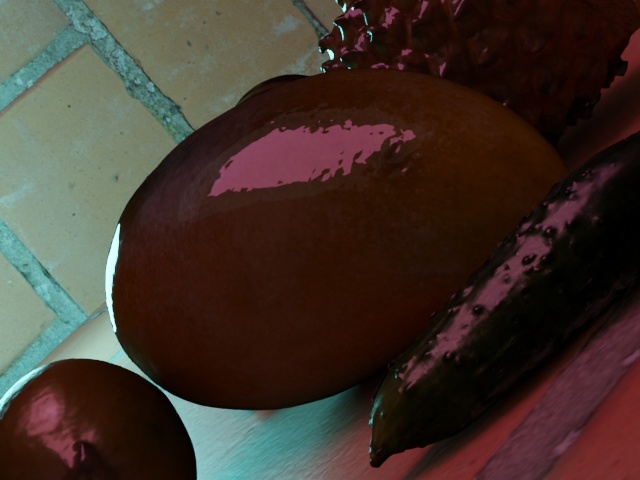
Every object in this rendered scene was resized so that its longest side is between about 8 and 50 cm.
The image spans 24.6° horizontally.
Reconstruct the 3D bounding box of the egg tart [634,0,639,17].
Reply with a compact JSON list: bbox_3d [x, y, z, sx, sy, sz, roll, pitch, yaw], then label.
[{"bbox_3d":[0.263,-0.331,1.439,0.294,0.294,0.123,-38,-27,21],"label":"egg tart"}]

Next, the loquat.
[{"bbox_3d":[-0.155,0.154,0.986,0.152,0.152,0.195,-42,8,-4],"label":"loquat"}]

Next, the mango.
[{"bbox_3d":[0.000,0.000,0.967,0.384,0.199,0.221,-12,35,44],"label":"mango"}]

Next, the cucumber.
[{"bbox_3d":[0.103,0.032,0.747,0.227,0.069,0.069,-44,8,2],"label":"cucumber"}]

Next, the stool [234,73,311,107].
[{"bbox_3d":[-0.034,-0.098,1.719,0.179,0.179,0.264,-40,7,7],"label":"stool"}]

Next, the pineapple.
[{"bbox_3d":[0.072,-0.091,1.154,0.357,0.223,0.223,-54,2,22],"label":"pineapple"}]
